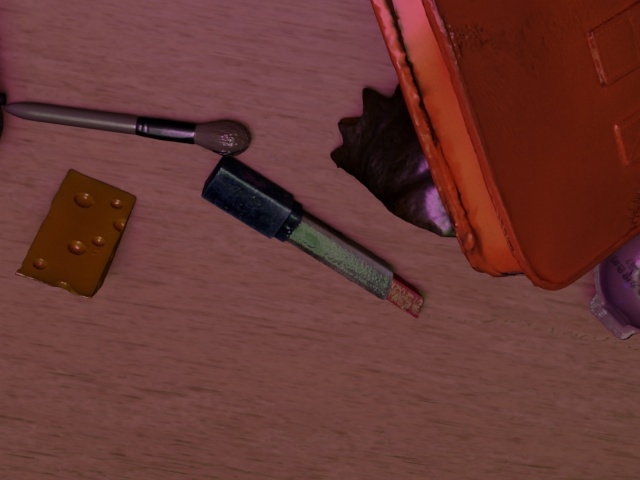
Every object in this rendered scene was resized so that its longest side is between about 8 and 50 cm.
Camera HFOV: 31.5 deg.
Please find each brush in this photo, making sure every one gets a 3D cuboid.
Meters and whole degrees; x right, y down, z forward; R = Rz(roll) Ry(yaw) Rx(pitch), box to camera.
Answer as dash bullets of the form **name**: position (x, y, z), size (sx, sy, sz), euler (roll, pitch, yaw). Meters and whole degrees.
- **brush**: position (-0.231, -0.135, 1.352), size (0.299, 0.039, 0.042), euler (6, 113, 0)

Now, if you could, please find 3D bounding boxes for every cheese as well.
- **cheese**: position (0.449, 0.008, 1.368), size (0.189, 0.074, 0.286), euler (40, 105, -14)
- **cheese**: position (-0.294, 0.014, 1.342), size (0.093, 0.171, 0.126), euler (23, 112, -7)

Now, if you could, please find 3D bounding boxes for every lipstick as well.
- **lipstick**: position (0.000, 0.000, 1.394), size (0.312, 0.051, 0.051), euler (31, 110, -13)

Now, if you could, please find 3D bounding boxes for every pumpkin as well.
- **pumpkin**: position (0.140, -0.097, 1.295), size (0.254, 0.149, 0.130), euler (8, 125, -1)

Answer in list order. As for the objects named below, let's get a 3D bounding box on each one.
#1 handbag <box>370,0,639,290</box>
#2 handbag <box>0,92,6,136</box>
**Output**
- **handbag**: position (0.237, -0.179, 1.215), size (0.303, 0.116, 0.410), euler (-32, 112, -24)
- **handbag**: position (-0.514, -0.214, 1.272), size (0.283, 0.149, 0.301), euler (-4, 114, 1)
